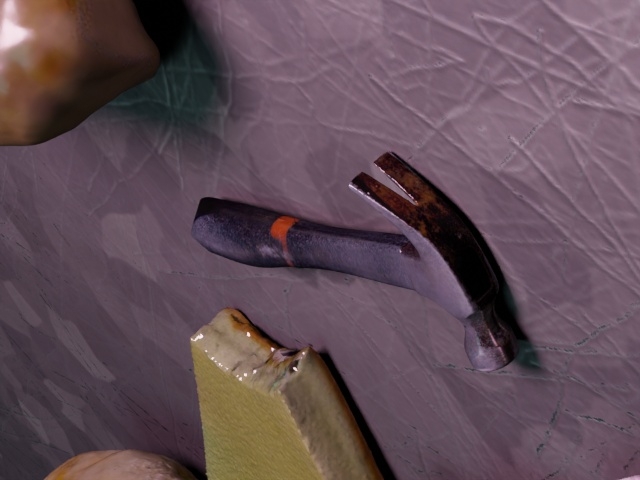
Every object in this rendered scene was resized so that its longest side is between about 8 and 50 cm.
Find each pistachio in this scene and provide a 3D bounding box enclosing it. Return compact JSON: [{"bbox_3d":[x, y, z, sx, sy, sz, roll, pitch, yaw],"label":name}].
[{"bbox_3d":[-0.214,-0.150,0.930,0.288,0.197,0.166,22,100,61],"label":"pistachio"}]

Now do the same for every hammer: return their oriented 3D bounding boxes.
[{"bbox_3d":[0.000,0.000,0.906,0.290,0.037,0.137,12,135,51],"label":"hammer"}]

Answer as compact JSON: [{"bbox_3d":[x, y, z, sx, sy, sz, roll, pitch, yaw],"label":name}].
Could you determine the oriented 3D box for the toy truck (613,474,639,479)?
[{"bbox_3d":[0.204,0.246,0.823,0.098,0.114,0.227,-22,108,36],"label":"toy truck"}]

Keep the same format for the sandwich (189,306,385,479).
[{"bbox_3d":[-0.050,0.150,1.156,0.245,0.063,0.212,5,125,54],"label":"sandwich"}]

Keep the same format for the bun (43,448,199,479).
[{"bbox_3d":[-0.164,0.386,1.440,0.365,0.219,0.365,34,132,49],"label":"bun"}]
